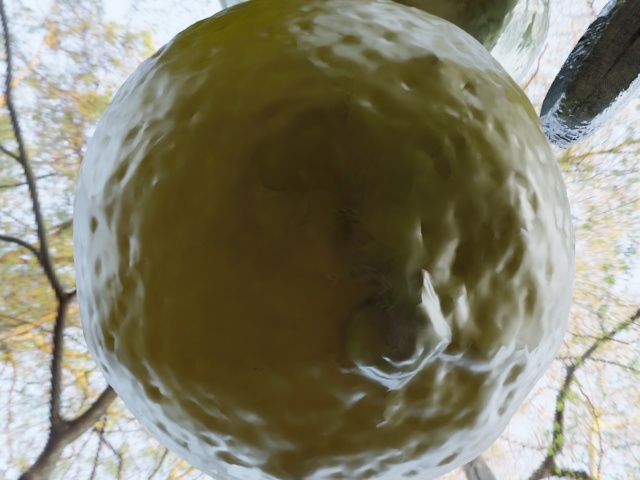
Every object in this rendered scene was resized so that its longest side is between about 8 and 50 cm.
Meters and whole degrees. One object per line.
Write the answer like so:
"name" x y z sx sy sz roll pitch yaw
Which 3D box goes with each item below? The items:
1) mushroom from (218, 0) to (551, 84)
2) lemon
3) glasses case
"mushroom" 0.060 -0.254 0.919 0.352 0.352 0.260 25 -73 9
"lemon" 0.000 -0.001 0.599 0.336 0.336 0.336 0 -90 9
"glasses case" 0.267 -0.189 0.746 0.067 0.109 0.282 37 -93 4
